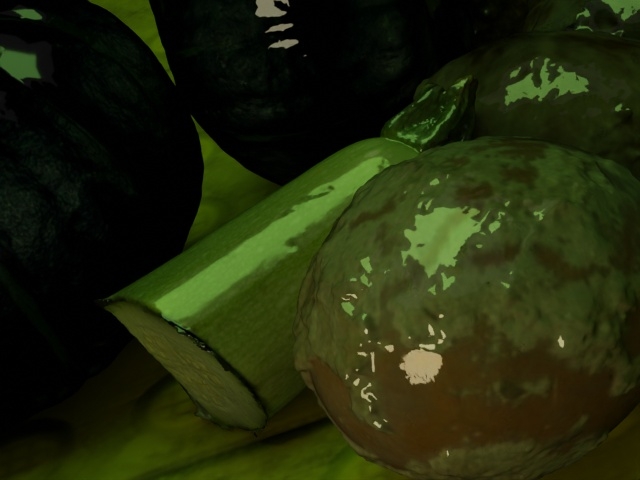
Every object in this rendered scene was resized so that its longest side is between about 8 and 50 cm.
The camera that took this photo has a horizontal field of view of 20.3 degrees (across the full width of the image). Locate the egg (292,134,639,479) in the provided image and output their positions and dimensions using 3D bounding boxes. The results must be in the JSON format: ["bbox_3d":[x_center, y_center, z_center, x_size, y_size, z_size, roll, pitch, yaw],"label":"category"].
[{"bbox_3d":[0.102,0.039,1.036,0.245,0.203,0.203,-22,27,-20],"label":"egg"}]

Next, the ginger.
[{"bbox_3d":[0.202,-0.107,1.280,0.244,0.155,0.304,-9,22,36],"label":"ginger"}]

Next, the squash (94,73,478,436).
[{"bbox_3d":[0.008,0.013,1.157,0.287,0.137,0.137,-35,28,4],"label":"squash"}]

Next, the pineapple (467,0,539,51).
[{"bbox_3d":[0.070,-0.194,1.562,0.251,0.125,0.125,-19,27,25],"label":"pineapple"}]

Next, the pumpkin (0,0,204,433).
[{"bbox_3d":[-0.264,-0.022,1.308,0.363,0.266,0.363,-29,28,17],"label":"pumpkin"}]

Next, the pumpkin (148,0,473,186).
[{"bbox_3d":[-0.015,-0.184,1.372,0.238,0.315,0.315,-12,30,18],"label":"pumpkin"}]
